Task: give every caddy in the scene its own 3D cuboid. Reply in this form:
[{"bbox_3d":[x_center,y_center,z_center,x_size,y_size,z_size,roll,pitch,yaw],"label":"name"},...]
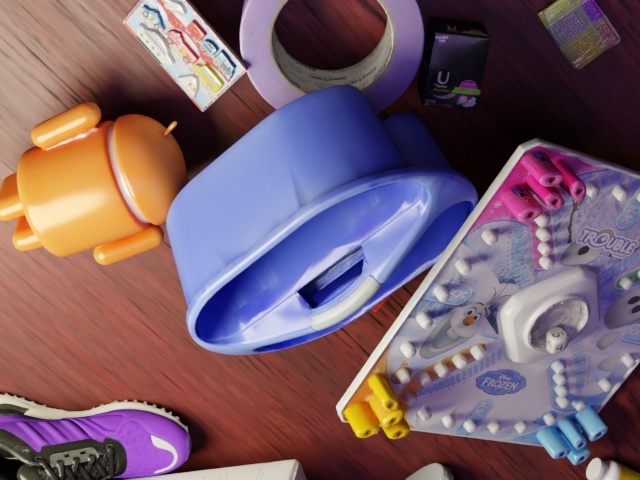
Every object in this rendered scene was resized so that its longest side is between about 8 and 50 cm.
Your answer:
[{"bbox_3d":[0.000,0.000,1.300,0.341,0.179,0.241,-38,150,27],"label":"caddy"}]

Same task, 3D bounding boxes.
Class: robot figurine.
[{"bbox_3d":[-0.238,-0.059,1.353,0.219,0.128,0.158,-19,84,9],"label":"robot figurine"}]

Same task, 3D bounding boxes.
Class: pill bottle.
[{"bbox_3d":[0.387,0.312,1.619,0.083,0.043,0.043,28,115,-16],"label":"pill bottle"}]

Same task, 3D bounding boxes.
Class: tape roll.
[{"bbox_3d":[0.011,-0.220,1.295,0.189,0.080,0.189,-1,118,-1],"label":"tape roll"}]

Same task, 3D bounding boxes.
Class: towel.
[{"bbox_3d":[0.277,-0.227,1.337,0.060,0.009,0.083,-35,114,17],"label":"towel"}]

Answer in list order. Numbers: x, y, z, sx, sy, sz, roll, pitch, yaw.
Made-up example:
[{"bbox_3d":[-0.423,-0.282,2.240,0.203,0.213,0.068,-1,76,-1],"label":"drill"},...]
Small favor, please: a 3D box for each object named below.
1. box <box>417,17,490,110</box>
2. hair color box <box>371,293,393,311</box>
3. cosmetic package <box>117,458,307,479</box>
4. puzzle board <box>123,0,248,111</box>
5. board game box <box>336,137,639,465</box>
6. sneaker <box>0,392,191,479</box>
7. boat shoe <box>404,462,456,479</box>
[{"bbox_3d":[0.141,-0.188,1.331,0.062,0.052,0.083,5,118,-6],"label":"box"},{"bbox_3d":[0.090,0.007,1.427,0.043,0.072,0.141,34,114,-19],"label":"hair color box"},{"bbox_3d":[-0.181,0.409,1.558,0.365,0.155,0.197,-8,120,19],"label":"cosmetic package"},{"bbox_3d":[-0.143,-0.202,1.295,0.128,0.011,0.096,49,139,-6],"label":"puzzle board"},{"bbox_3d":[0.267,0.094,1.403,0.390,0.050,0.390,13,121,-36],"label":"board game box"},{"bbox_3d":[-0.307,0.272,1.522,0.293,0.146,0.102,4,119,-3],"label":"sneaker"},{"bbox_3d":[0.092,0.378,1.636,0.228,0.080,0.076,-38,112,10],"label":"boat shoe"}]
